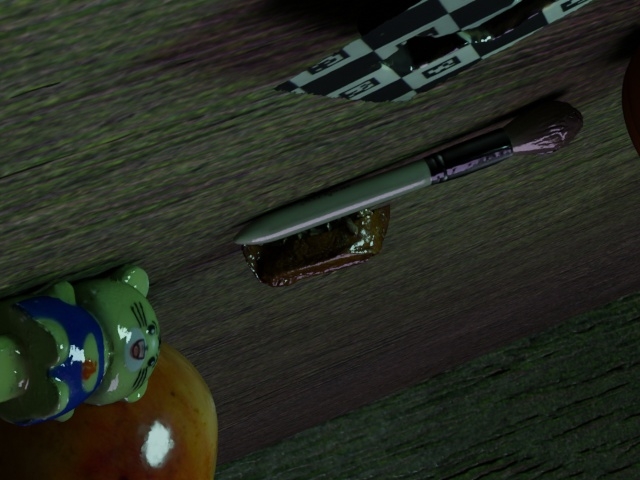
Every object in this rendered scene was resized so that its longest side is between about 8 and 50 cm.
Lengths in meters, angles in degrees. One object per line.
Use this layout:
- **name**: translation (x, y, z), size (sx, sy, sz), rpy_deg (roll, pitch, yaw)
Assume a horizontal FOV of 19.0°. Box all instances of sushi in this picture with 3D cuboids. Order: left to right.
- **sushi**: translation (0.000, 0.000, 1.512), size (0.120, 0.055, 0.052), rpy_deg (-17, 163, 3)
- **sushi**: translation (0.115, -0.156, 0.999), size (0.279, 0.043, 0.192), rpy_deg (-29, 169, 24)

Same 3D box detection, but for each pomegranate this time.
- **pomegranate**: translation (-0.182, 0.169, 1.520), size (0.209, 0.209, 0.209), rpy_deg (-24, 170, -4)

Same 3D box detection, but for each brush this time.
- **brush**: translation (0.071, -0.047, 1.492), size (0.299, 0.039, 0.042), rpy_deg (-21, 171, -12)

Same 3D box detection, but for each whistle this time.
- **whistle**: translation (-0.191, 0.080, 1.355), size (0.085, 0.105, 0.227), rpy_deg (9, -167, 35)

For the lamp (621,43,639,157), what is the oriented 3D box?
- **lamp**: translation (0.325, -0.102, 1.442), size (0.187, 0.164, 0.187), rpy_deg (-20, 170, -4)
